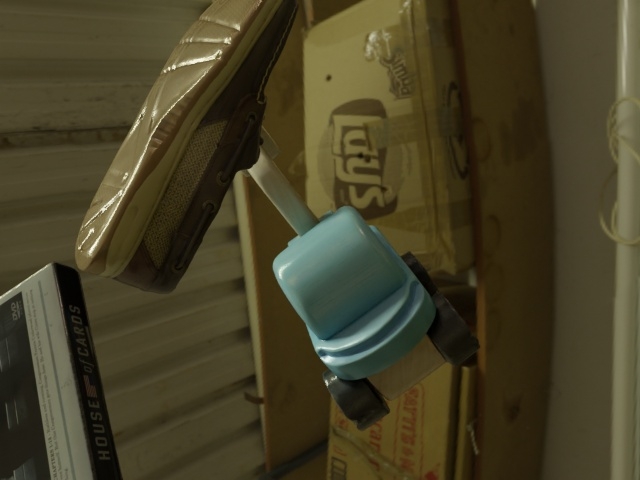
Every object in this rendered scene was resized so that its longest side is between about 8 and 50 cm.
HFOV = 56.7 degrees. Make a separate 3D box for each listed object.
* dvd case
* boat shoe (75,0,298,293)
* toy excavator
[{"bbox_3d":[-0.243,0.147,0.395,0.029,0.239,0.179,39,-158,-59],"label":"dvd case"},{"bbox_3d":[-0.095,-0.087,0.493,0.092,0.103,0.285,34,-99,-38],"label":"boat shoe"},{"bbox_3d":[0.000,0.000,0.942,0.222,0.433,0.445,-35,-64,4],"label":"toy excavator"}]
